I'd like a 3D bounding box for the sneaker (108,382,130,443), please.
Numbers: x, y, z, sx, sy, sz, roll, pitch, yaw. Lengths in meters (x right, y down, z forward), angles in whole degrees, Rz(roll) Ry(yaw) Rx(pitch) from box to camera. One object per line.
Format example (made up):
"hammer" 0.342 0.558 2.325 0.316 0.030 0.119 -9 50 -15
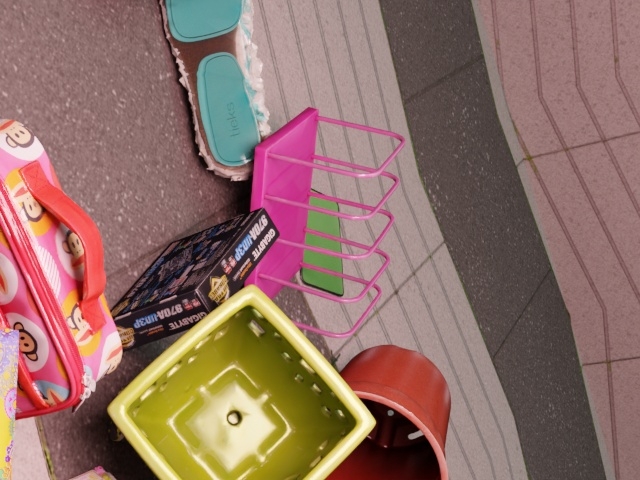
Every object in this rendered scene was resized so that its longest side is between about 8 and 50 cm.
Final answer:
"sneaker" -0.246 0.222 1.345 0.035 0.031 0.083 53 46 -48

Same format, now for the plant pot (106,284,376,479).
"plant pot" -0.100 0.218 1.267 0.228 0.207 0.227 -41 86 -15

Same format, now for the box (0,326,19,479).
"box" -0.430 0.144 0.775 0.290 0.279 0.177 27 56 -56

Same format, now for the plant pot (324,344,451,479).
"plant pot" 0.094 0.310 1.706 0.265 0.272 0.272 -49 122 -65

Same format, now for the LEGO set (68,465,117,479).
"LEGO set" -0.237 0.345 1.275 0.132 0.107 0.287 -63 152 1

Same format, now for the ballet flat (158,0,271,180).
"ballet flat" -0.163 -0.288 1.626 0.147 0.147 0.408 -3 84 -61

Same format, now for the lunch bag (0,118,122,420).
"lunch bag" -0.321 0.033 1.037 0.120 0.258 0.293 -44 118 -58

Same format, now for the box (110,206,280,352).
"box" -0.170 0.050 1.390 0.051 0.175 0.220 59 32 -18

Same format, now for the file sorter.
"file sorter" 0.011 -0.024 1.628 0.202 0.182 0.290 -47 148 -57

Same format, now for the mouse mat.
"mouse mat" 0.000 0.000 1.900 0.153 0.007 0.189 24 58 -57
